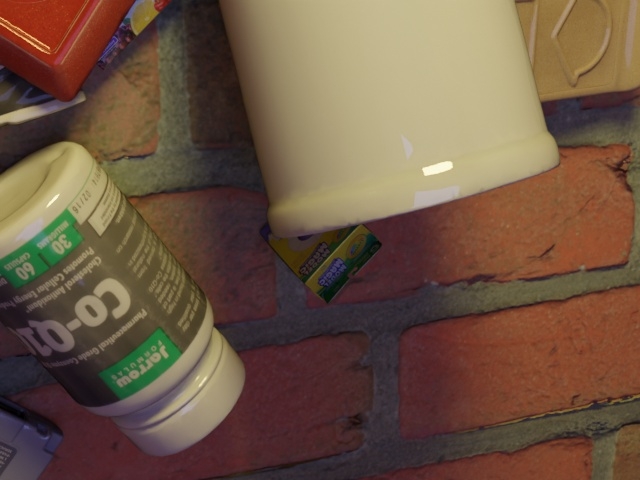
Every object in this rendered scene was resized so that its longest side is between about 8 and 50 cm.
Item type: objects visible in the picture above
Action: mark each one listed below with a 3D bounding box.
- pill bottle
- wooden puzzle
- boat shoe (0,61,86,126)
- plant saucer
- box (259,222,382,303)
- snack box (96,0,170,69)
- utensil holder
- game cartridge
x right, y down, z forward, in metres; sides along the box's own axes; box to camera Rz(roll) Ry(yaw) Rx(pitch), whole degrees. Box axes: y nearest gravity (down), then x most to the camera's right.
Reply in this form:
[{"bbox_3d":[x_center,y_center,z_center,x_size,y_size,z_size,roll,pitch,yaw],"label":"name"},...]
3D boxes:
[{"bbox_3d":[-0.256,0.077,1.404,0.204,0.204,0.361,-38,118,-3],"label":"pill bottle"},{"bbox_3d":[0.271,-0.335,1.501,0.347,0.080,0.322,-9,114,-22],"label":"wooden puzzle"},{"bbox_3d":[-0.431,-0.148,1.316,0.335,0.112,0.095,-21,99,-18],"label":"boat shoe"},{"bbox_3d":[-0.312,-0.322,1.259,0.258,0.048,0.259,32,90,-8],"label":"plant saucer"},{"bbox_3d":[0.000,0.000,1.482,0.105,0.179,0.043,-47,127,1],"label":"box"},{"bbox_3d":[-0.240,-0.283,1.364,0.141,0.037,0.100,-46,117,1],"label":"snack box"},{"bbox_3d":[0.054,-0.226,1.285,0.327,0.327,0.385,-16,94,-14],"label":"utensil holder"},{"bbox_3d":[-0.496,0.256,1.472,0.294,0.060,0.196,34,93,-27],"label":"game cartridge"}]
